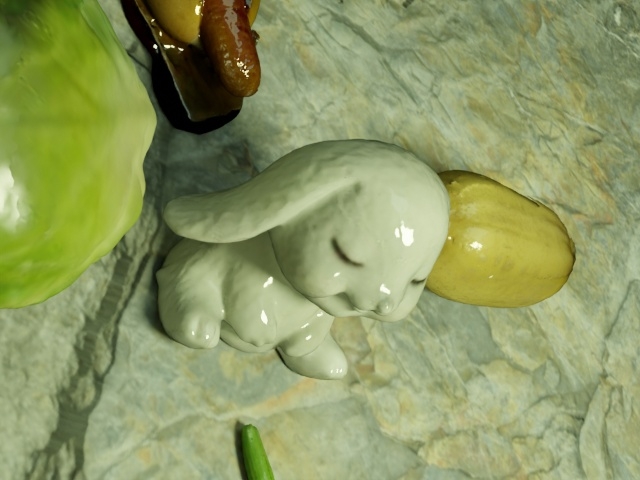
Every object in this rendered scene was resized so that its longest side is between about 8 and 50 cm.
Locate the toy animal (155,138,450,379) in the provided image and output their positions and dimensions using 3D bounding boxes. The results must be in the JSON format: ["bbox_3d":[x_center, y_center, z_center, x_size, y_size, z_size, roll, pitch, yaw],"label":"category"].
[{"bbox_3d":[0.000,0.000,1.351,0.271,0.265,0.206,18,53,-36],"label":"toy animal"}]

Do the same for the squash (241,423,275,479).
[{"bbox_3d":[-0.059,0.216,1.343,0.027,0.027,0.089,0,66,-46],"label":"squash"}]

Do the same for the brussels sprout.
[{"bbox_3d":[-0.295,-0.098,1.125,0.344,0.268,0.344,32,53,-57],"label":"brussels sprout"}]

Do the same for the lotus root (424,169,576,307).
[{"bbox_3d":[0.184,0.001,1.641,0.303,0.131,0.146,17,57,-42],"label":"lotus root"}]

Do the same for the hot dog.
[{"bbox_3d":[-0.117,-0.287,1.524,0.194,0.107,0.326,-12,76,-49],"label":"hot dog"}]
